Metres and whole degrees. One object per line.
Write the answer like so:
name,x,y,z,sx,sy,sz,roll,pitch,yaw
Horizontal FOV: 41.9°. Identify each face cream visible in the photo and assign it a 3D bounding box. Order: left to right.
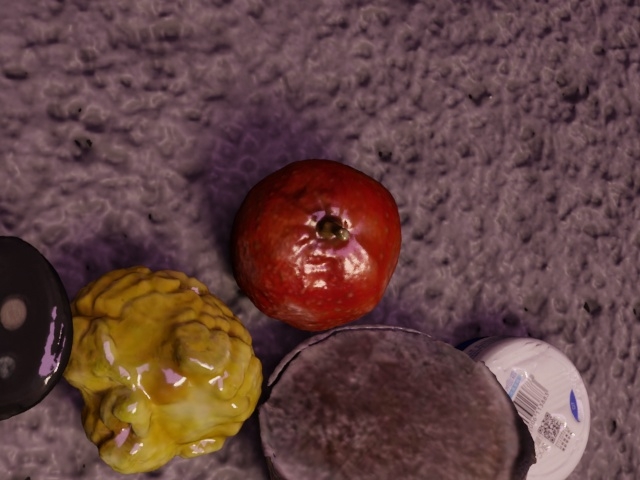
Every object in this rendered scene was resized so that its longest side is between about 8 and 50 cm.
face cream,0.251,0.228,1.102,0.205,0.111,0.206,4,81,-24

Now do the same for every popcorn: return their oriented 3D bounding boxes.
popcorn,-0.183,0.140,0.899,0.226,0.200,0.203,14,118,-26

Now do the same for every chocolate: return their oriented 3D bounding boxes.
chocolate,0.069,0.270,0.954,0.303,0.213,0.303,4,39,-3

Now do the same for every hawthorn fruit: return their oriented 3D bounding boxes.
hawthorn fruit,0.000,0.000,0.943,0.205,0.253,0.205,3,76,-11

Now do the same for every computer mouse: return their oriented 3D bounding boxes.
computer mouse,-0.351,0.099,0.820,0.269,0.100,0.170,-14,73,13
